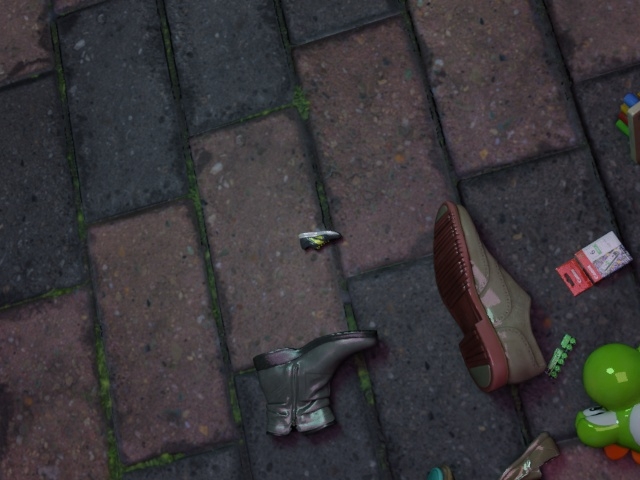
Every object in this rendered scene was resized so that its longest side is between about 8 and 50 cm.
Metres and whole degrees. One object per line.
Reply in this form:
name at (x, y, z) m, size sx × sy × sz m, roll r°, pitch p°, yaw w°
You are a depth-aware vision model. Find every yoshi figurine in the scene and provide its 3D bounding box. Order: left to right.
yoshi figurine at (0.575, 0.223, 1.345) m, size 0.362 × 0.203 × 0.203 m, roll -16°, pitch 57°, yaw 11°

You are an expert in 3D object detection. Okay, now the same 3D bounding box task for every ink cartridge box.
ink cartridge box at (0.478, 0.041, 1.488) m, size 0.115 × 0.029 × 0.062 m, roll -32°, pitch 71°, yaw 3°

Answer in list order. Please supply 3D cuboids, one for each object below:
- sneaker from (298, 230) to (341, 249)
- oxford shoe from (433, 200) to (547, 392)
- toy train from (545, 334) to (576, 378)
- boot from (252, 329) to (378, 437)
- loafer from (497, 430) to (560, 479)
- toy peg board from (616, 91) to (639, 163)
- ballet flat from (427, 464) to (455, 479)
sneaker at (0.000, 0.000, 1.613) m, size 0.083 × 0.031 × 0.035 m, roll -5°, pitch 88°, yaw 16°
oxford shoe at (0.292, 0.089, 1.494) m, size 0.130 × 0.123 × 0.348 m, roll -8°, pitch 71°, yaw -16°
toy train at (0.414, 0.200, 1.468) m, size 0.024 × 0.017 × 0.083 m, roll 29°, pitch 84°, yaw 28°
boot at (0.005, 0.257, 1.526) m, size 0.247 × 0.083 × 0.161 m, roll -18°, pitch 79°, yaw 14°
loafer at (0.343, 0.385, 1.416) m, size 0.050 × 0.056 × 0.148 m, roll 41°, pitch 88°, yaw 25°
toy peg board at (0.586, -0.242, 1.477) m, size 0.161 × 0.160 × 0.079 m, roll -36°, pitch 55°, yaw 2°
ballet flat at (0.199, 0.547, 1.389) m, size 0.124 × 0.116 × 0.342 m, roll 17°, pitch 80°, yaw -4°
